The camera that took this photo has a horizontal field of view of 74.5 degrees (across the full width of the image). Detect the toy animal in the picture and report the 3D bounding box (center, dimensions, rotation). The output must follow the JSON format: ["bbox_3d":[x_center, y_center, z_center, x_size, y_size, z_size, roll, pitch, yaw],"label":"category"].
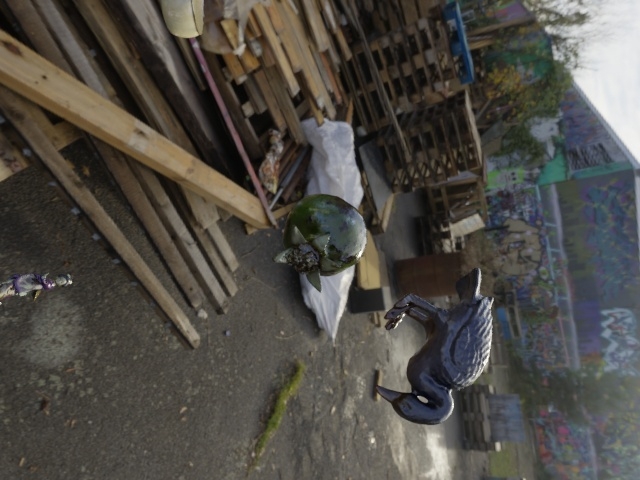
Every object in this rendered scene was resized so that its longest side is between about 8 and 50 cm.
[{"bbox_3d":[0.211,0.172,0.745,0.298,0.185,0.122,-37,157,-25],"label":"toy animal"}]

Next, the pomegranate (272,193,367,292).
[{"bbox_3d":[0.006,-0.005,0.684,0.169,0.148,0.149,-87,159,-74],"label":"pomegranate"}]

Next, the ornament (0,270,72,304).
[{"bbox_3d":[-0.698,0.105,1.013,0.203,0.081,0.088,-20,78,-55],"label":"ornament"}]

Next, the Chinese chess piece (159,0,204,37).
[{"bbox_3d":[-0.216,-0.384,0.658,0.122,0.051,0.122,179,-90,-83],"label":"Chinese chess piece"}]
